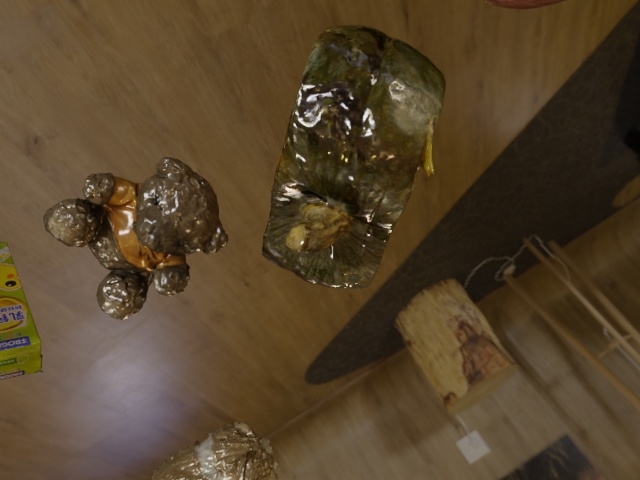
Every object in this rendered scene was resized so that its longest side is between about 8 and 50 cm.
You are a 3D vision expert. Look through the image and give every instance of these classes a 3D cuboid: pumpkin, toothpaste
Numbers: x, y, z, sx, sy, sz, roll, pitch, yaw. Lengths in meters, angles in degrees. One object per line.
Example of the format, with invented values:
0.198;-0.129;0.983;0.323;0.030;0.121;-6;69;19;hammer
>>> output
0.022;-0.059;0.628;0.139;0.221;0.317;19;144;-3;pumpkin
-0.615;0.124;1.086;0.110;0.327;0.077;-7;128;-36;toothpaste

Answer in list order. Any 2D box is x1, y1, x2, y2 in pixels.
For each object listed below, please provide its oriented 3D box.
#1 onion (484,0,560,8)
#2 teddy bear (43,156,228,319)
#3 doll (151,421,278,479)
0.308;-0.502;0.776;0.354;0.353;0.353;-24;146;-17;onion
-0.208;-0.017;0.708;0.190;0.140;0.177;-20;112;22;teddy bear
-0.150;0.305;0.709;0.221;0.105;0.115;-34;164;15;doll
